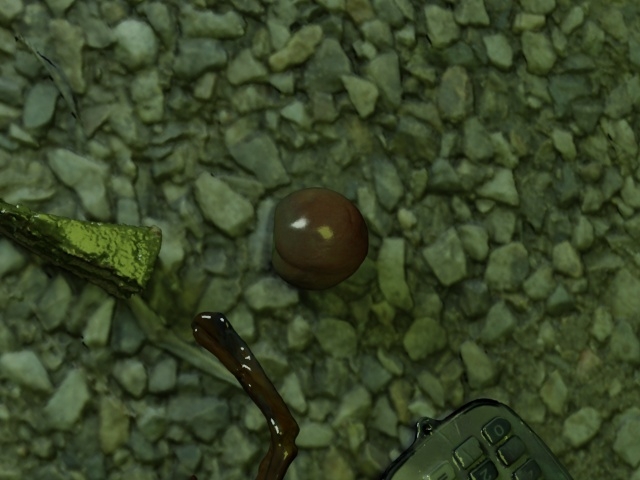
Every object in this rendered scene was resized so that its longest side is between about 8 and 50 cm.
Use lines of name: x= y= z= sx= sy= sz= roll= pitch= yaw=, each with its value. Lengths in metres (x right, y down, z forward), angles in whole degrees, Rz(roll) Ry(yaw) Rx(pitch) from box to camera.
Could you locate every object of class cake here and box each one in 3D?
cake: x=-0.187 y=0.005 z=1.100 sx=0.140 sy=0.051 sz=0.055 roll=12 pitch=75 yaw=-22

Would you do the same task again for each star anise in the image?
star anise: x=-0.096 y=0.222 z=1.044 sx=0.237 sy=0.148 sz=0.346 roll=14 pitch=82 yaw=-26

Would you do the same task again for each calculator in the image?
calculator: x=0.153 y=0.256 z=1.222 sx=0.177 sy=0.040 sz=0.268 roll=-32 pitch=93 yaw=-30

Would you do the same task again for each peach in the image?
peach: x=-0.001 y=-0.002 z=1.180 sx=0.083 sy=0.083 sz=0.083 roll=7 pitch=75 yaw=-26
